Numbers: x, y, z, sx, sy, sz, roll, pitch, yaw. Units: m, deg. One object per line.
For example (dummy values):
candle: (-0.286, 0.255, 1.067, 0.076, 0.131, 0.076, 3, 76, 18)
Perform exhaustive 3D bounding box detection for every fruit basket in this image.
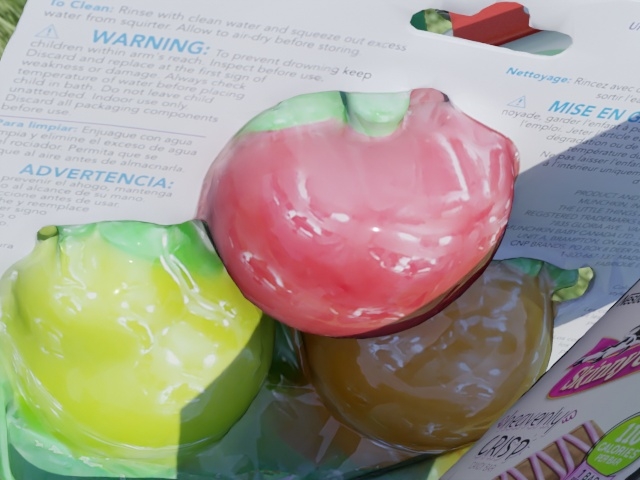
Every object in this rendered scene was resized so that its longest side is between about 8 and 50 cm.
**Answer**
fruit basket: (0.000, 0.000, 0.695, 0.327, 0.165, 0.353, 5, 140, -25)

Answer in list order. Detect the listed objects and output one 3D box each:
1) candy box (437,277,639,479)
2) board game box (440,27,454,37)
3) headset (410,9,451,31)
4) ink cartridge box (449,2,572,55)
candy box: (0.090, 0.094, 0.551, 0.233, 0.159, 0.071, -42, 96, -12)
board game box: (0.108, -0.067, 1.518, 0.053, 0.305, 0.193, -18, 87, -24)
headset: (0.171, -0.238, 1.983, 0.185, 0.394, 0.243, -14, 115, -27)
ink cartridge box: (0.165, -0.128, 1.075, 0.181, 0.224, 0.056, -18, 144, 15)
